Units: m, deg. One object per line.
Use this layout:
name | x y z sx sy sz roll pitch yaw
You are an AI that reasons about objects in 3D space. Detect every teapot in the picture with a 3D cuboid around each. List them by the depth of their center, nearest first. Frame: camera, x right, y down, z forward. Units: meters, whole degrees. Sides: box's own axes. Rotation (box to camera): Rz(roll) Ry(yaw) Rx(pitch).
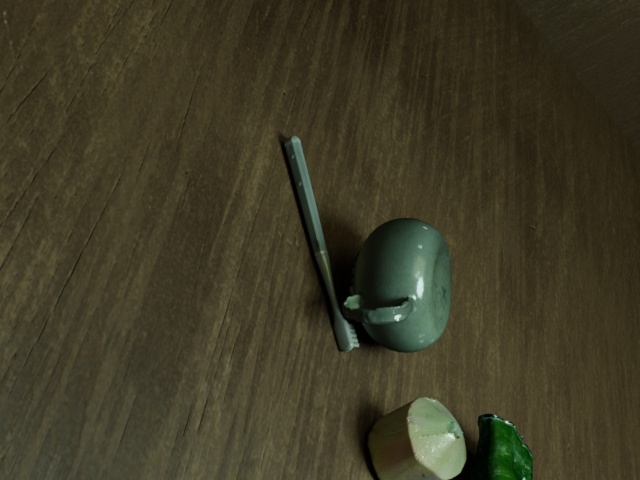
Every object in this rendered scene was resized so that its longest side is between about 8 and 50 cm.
teapot | 0.113 0.064 1.472 0.294 0.129 0.193 -35 122 -65

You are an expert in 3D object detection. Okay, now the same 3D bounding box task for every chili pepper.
chili pepper | 0.257 0.394 1.462 0.270 0.099 0.136 -73 161 -47

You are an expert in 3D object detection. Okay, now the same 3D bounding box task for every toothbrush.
toothbrush | -0.001 0.000 1.484 0.030 0.025 0.342 15 53 -56

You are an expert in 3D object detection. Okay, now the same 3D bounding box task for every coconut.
coconut | 0.136 0.272 1.370 0.116 0.122 0.116 32 43 -36
